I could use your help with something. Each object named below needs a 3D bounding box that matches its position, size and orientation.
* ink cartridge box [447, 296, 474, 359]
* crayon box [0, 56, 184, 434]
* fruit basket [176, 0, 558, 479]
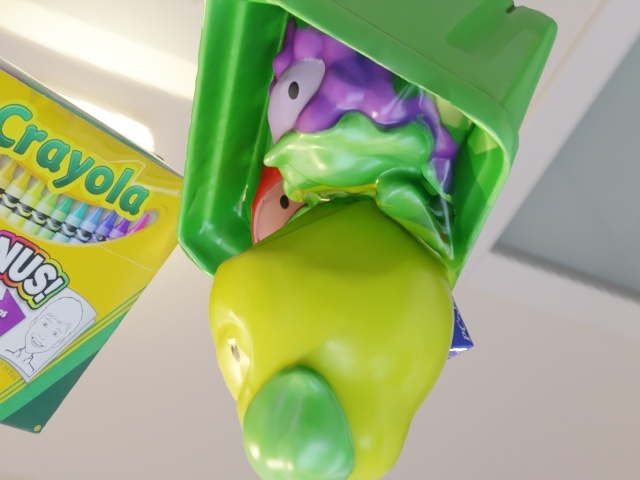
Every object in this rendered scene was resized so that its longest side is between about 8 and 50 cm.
[{"bbox_3d":[0.116,0.049,1.583,0.097,0.046,0.207,4,-120,-57],"label":"ink cartridge box"},{"bbox_3d":[-0.322,0.000,1.193,0.106,0.313,0.363,40,-175,37],"label":"crayon box"},{"bbox_3d":[0.000,0.000,0.936,0.283,0.392,0.392,34,-153,12],"label":"fruit basket"}]
